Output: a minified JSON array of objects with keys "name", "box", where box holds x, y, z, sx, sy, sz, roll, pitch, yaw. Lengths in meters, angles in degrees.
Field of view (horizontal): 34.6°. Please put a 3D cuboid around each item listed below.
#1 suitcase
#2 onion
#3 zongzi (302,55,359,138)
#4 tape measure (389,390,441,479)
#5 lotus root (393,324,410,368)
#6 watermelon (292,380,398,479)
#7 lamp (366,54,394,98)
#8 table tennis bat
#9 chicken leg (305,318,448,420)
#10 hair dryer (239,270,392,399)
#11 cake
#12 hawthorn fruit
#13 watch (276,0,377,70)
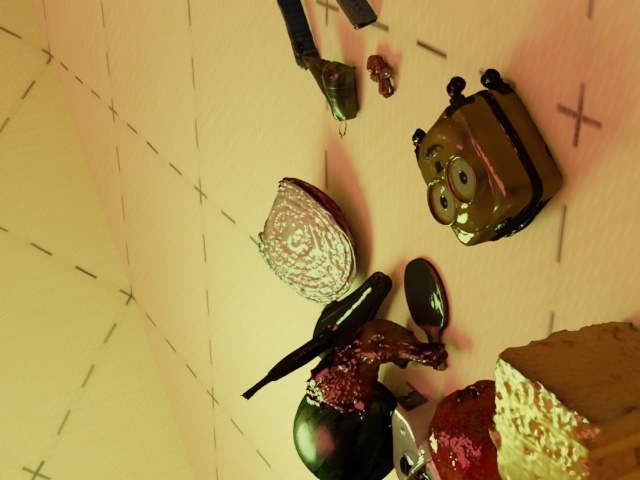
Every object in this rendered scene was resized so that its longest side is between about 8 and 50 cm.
[{"name":"suitcase","box":[0.245,-0.117,1.595,0.234,0.143,0.194,65,152,18]},{"name":"onion","box":[0.000,0.000,2.201,0.247,0.111,0.250,39,130,18]},{"name":"zongzi","box":[0.018,-0.285,2.031,0.130,0.062,0.154,21,131,39]},{"name":"tape measure","box":[0.220,0.437,1.981,0.197,0.120,0.236,41,142,46]},{"name":"lotus root","box":[0.158,0.215,2.054,0.054,0.049,0.099,27,129,55]},{"name":"watermelon","box":[0.060,0.397,2.137,0.242,0.242,0.242,40,137,50]},{"name":"lamp","box":[0.110,-0.308,1.890,0.083,0.031,0.063,53,145,43]},{"name":"table tennis bat","box":[0.206,0.141,1.955,0.130,0.019,0.220,-4,99,64]},{"name":"chicken leg","box":[0.096,0.242,1.986,0.322,0.083,0.177,-39,50,21]},{"name":"hair dryer","box":[-0.015,0.214,2.061,0.120,0.359,0.303,51,145,9]},{"name":"cake","box":[0.388,0.292,1.433,0.227,0.223,0.285,-139,41,-58]},{"name":"hawthorn fruit","box":[0.289,0.365,1.725,0.205,0.205,0.253,-3,108,63]},{"name":"watch","box":[-0.013,-0.497,1.984,0.276,0.068,0.274,-20,86,63]}]
